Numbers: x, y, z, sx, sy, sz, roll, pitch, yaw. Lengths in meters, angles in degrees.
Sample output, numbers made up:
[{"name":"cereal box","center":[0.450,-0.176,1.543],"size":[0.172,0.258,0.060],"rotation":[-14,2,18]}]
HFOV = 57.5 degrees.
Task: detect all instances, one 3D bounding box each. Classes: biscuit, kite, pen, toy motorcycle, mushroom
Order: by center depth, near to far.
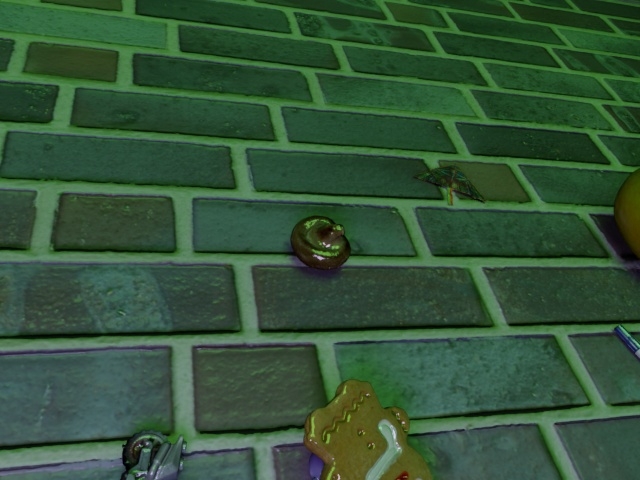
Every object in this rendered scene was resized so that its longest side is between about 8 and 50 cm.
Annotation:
[{"name":"toy motorcycle","center":[-0.210,0.343,0.751],"size":[0.122,0.080,0.215],"rotation":[8,41,-10]},{"name":"biscuit","center":[0.081,0.321,0.822],"size":[0.184,0.035,0.249],"rotation":[-31,89,-39]},{"name":"mushroom","center":[0.002,0.005,1.146],"size":[0.109,0.085,0.126],"rotation":[-27,54,6]},{"name":"pen","center":[0.663,0.251,1.159],"size":[0.025,0.025,0.204],"rotation":[-13,52,-28]},{"name":"kite","center":[0.322,-0.140,1.440],"size":[0.189,0.010,0.159],"rotation":[20,46,4]}]

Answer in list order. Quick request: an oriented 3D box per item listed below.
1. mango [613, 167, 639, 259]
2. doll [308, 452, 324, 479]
[{"name":"mango","center":[0.880,0.006,1.331],"size":[0.301,0.221,0.445],"rotation":[-16,57,-33]},{"name":"doll","center":[0.044,0.309,0.875],"size":[0.110,0.067,0.206],"rotation":[46,37,12]}]
